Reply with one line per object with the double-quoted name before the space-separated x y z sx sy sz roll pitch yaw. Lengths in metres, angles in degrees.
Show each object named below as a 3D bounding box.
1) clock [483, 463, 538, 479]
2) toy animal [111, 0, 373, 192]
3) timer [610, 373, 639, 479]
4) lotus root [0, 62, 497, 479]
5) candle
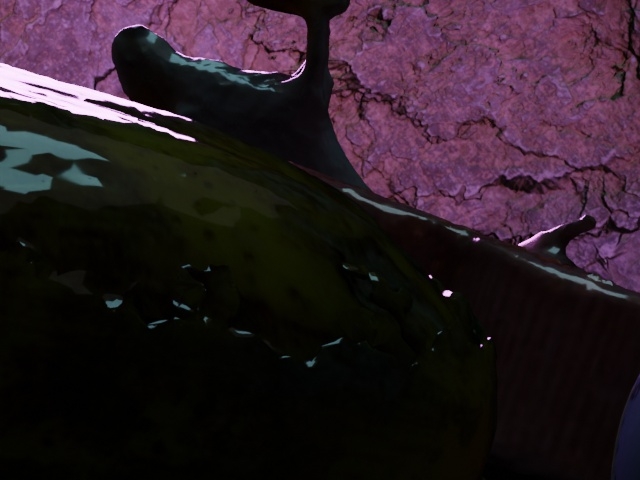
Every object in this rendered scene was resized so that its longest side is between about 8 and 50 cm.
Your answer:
"clock" 0.056 0.125 0.806 0.185 0.040 0.184 15 2 -1
"toy animal" 0.000 -0.024 1.111 0.284 0.302 0.225 5 6 -2
"timer" 0.156 0.098 0.543 0.175 0.175 0.255 8 -31 -7
"lotus root" -0.129 0.025 0.533 0.397 0.179 0.196 9 -6 -14
"candle" 0.110 0.044 0.936 0.317 0.131 0.287 22 3 32
